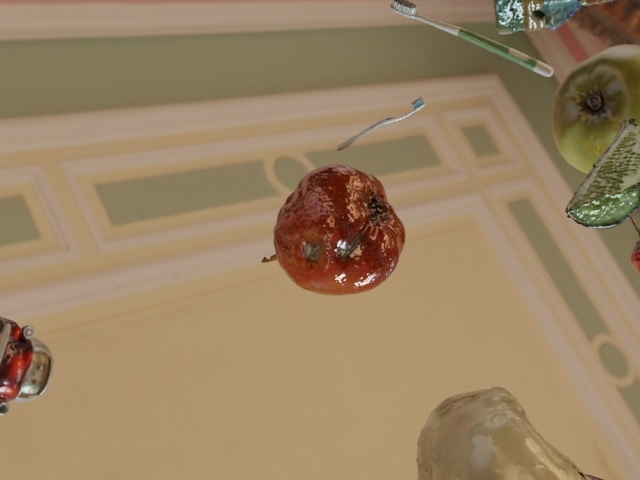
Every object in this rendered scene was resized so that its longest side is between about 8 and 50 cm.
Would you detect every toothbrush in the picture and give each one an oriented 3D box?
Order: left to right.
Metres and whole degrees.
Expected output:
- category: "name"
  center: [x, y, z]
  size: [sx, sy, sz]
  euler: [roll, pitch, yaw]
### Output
- category: "toothbrush"
  center: [0.091, -0.173, 1.461]
  size: [0.017, 0.162, 0.014]
  euler: [56, -153, -12]
- category: "toothbrush"
  center: [0.220, -0.297, 1.400]
  size: [0.257, 0.024, 0.018]
  euler: [26, -118, 5]

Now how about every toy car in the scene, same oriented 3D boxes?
- category: "toy car"
  center: [-0.376, 0.147, 1.146]
  size: [0.112, 0.139, 0.112]
  euler: [22, -99, -40]

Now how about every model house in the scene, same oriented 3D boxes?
- category: "model house"
  center: [0.219, -0.260, 0.831]
  size: [0.119, 0.149, 0.148]
  euler: [-49, -48, -74]

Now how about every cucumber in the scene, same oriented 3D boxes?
- category: "cucumber"
  center: [0.320, -0.074, 0.979]
  size: [0.220, 0.070, 0.046]
  euler: [-46, -68, -45]

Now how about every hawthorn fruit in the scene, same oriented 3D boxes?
- category: "hawthorn fruit"
  center: [0.000, 0.000, 1.517]
  size: [0.207, 0.243, 0.207]
  euler: [41, -144, -39]

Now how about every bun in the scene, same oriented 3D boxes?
- category: "bun"
  center: [0.152, 0.216, 0.710]
  size: [0.231, 0.133, 0.231]
  euler: [45, -176, -4]

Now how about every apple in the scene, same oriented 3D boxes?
- category: "apple"
  center: [0.573, -0.244, 1.825]
  size: [0.279, 0.279, 0.279]
  euler: [19, -130, -24]

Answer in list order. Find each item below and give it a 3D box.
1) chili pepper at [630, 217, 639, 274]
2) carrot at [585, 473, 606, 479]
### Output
- category: "chili pepper"
  center: [0.532, 0.024, 1.506]
  size: [0.192, 0.086, 0.084]
  euler: [52, -143, -14]
- category: "carrot"
  center: [0.413, 0.370, 1.398]
  size: [0.048, 0.139, 0.048]
  euler: [-4, -82, -30]
